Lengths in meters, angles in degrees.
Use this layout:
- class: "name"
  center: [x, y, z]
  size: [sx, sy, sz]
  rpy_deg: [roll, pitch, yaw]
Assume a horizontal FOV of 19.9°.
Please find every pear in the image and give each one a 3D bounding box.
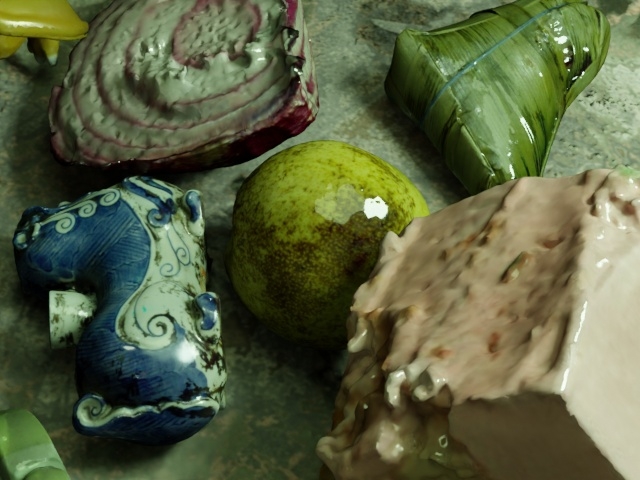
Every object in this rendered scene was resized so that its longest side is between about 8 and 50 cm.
- class: "pear"
  center: [0.000, 0.000, 1.704]
  size: [0.197, 0.197, 0.197]
  rpy_deg: [6, 50, -8]

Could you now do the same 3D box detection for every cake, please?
- class: "cake"
  center: [0.182, 0.134, 1.504]
  size: [0.293, 0.307, 0.314]
  rpy_deg: [48, 48, -26]

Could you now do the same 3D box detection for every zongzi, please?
- class: "zongzi"
  center: [0.236, -0.131, 1.912]
  size: [0.251, 0.125, 0.274]
  rpy_deg: [-23, 61, -20]

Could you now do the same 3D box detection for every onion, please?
- class: "onion"
  center: [-0.125, -0.152, 1.816]
  size: [0.280, 0.146, 0.314]
  rpy_deg: [-21, 44, 14]

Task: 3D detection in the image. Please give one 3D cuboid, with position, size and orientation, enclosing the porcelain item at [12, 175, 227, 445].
- class: "porcelain item"
  center: [-0.182, 0.059, 1.654]
  size: [0.186, 0.138, 0.288]
  rpy_deg: [-6, 51, -6]

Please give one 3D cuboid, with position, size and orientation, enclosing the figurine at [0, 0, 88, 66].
- class: "figurine"
  center: [-0.459, -0.280, 1.789]
  size: [0.387, 0.268, 0.401]
  rpy_deg: [-10, 63, -37]

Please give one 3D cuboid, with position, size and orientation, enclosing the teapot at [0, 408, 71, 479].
- class: "teapot"
  center: [-0.175, 0.289, 1.392]
  size: [0.239, 0.239, 0.321]
  rpy_deg: [7, 48, -9]
